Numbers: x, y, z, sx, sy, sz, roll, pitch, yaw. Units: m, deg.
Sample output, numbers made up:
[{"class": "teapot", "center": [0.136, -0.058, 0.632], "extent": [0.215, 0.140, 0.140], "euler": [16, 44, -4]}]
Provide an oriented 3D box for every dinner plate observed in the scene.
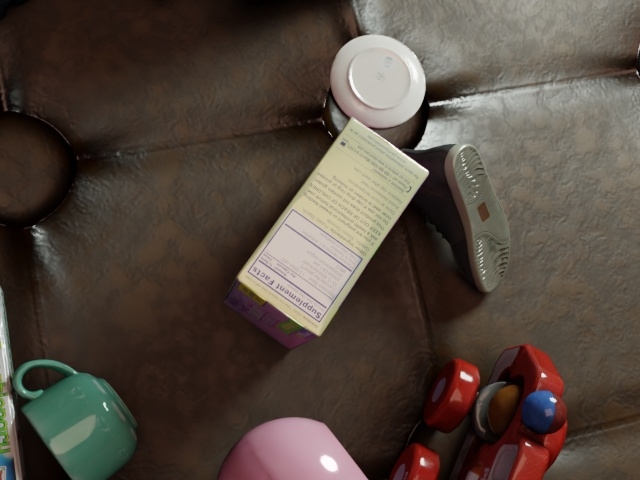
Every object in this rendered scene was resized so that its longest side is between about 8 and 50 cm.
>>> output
[{"class": "dinner plate", "center": [0.084, -0.230, 1.330], "extent": [0.141, 0.017, 0.141], "euler": [2, 78, -12]}]

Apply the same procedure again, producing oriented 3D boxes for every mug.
[{"class": "mug", "center": [-0.284, 0.213, 1.108], "extent": [0.097, 0.129, 0.158], "euler": [-36, 129, -21]}]

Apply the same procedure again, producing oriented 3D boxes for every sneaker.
[{"class": "sneaker", "center": [0.183, -0.034, 1.288], "extent": [0.083, 0.118, 0.222], "euler": [-33, 116, -33]}]

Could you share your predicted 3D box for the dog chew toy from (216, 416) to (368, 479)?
[{"class": "dog chew toy", "center": [-0.092, 0.362, 1.097], "extent": [0.332, 0.206, 0.206], "euler": [-37, 88, -7]}]

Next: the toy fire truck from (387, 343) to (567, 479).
[{"class": "toy fire truck", "center": [0.217, 0.269, 1.138], "extent": [0.169, 0.254, 0.302], "euler": [28, 76, -5]}]

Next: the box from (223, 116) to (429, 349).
[{"class": "box", "center": [0.000, 0.000, 1.168], "extent": [0.117, 0.213, 0.243], "euler": [36, 75, -2]}]

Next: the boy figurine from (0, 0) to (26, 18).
[{"class": "boy figurine", "center": [-0.490, -0.425, 1.219], "extent": [0.177, 0.092, 0.285], "euler": [-38, 92, -12]}]

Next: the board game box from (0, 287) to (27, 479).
[{"class": "board game box", "center": [-0.455, 0.205, 1.087], "extent": [0.193, 0.053, 0.305], "euler": [-10, 66, -12]}]
